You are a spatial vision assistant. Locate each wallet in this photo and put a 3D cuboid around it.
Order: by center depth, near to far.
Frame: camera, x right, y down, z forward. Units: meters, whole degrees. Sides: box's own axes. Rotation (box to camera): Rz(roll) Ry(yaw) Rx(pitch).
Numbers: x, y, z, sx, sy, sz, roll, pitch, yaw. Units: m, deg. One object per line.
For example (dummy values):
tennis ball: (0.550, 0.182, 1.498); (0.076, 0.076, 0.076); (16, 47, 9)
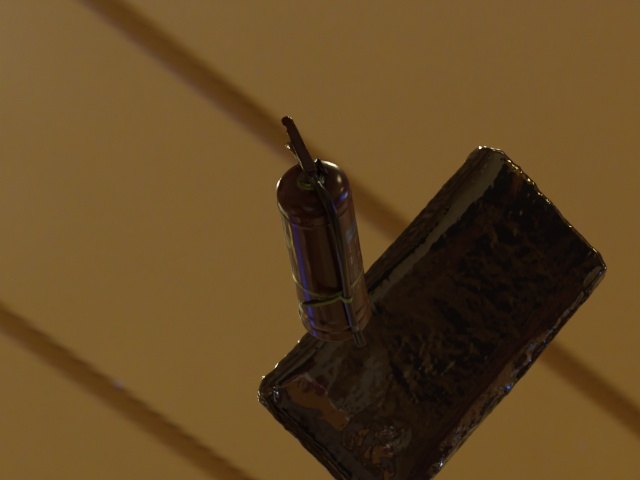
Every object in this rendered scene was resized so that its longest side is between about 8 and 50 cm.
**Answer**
wallet: (0.090, 0.065, 1.428); (0.146, 0.285, 0.030); (45, -21, -4)

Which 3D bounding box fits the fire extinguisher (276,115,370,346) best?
fire extinguisher: (0.000, 0.000, 0.929); (0.039, 0.056, 0.132); (-23, -36, -10)
